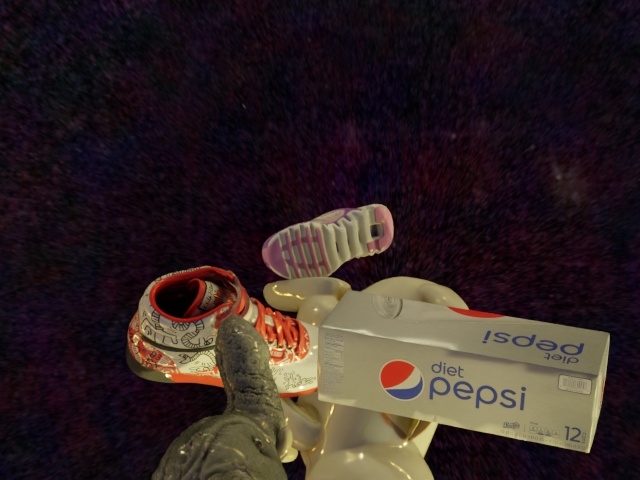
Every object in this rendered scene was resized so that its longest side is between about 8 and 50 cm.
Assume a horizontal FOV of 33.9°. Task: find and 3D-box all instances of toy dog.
[{"bbox_3d":[0.092,0.277,1.578,0.395,0.285,0.407,-10,68,43],"label":"toy dog"}]

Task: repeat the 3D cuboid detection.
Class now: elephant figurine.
[{"bbox_3d":[-0.060,0.191,0.652,0.169,0.186,0.239,-25,96,-11],"label":"elephant figurine"}]

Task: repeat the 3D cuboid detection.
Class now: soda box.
[{"bbox_3d":[0.145,0.130,1.084,0.286,0.098,0.091,9,114,19],"label":"soda box"}]

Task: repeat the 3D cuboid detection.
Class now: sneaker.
[{"bbox_3d":[-0.079,0.103,1.191,0.270,0.145,0.090,5,51,-14],"label":"sneaker"},{"bbox_3d":[0.000,0.000,1.688,0.236,0.105,0.095,-17,108,-33],"label":"sneaker"}]
